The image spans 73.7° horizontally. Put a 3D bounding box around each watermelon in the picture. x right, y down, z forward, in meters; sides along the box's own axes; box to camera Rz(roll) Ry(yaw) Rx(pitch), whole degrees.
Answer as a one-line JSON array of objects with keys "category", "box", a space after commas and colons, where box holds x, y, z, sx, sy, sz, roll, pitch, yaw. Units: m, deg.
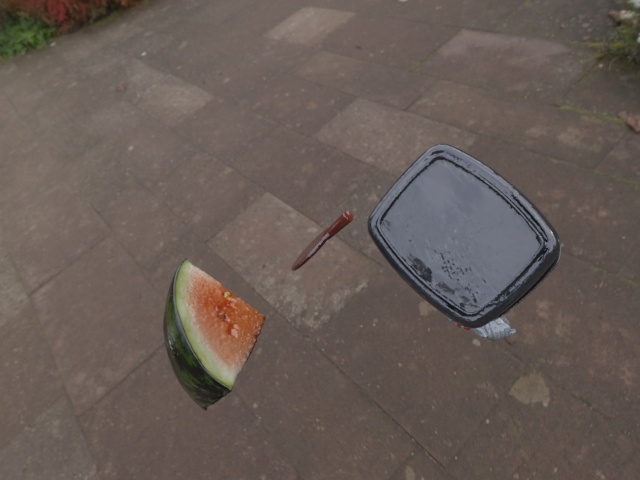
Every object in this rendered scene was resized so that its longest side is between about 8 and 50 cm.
[{"category": "watermelon", "box": [-0.157, 0.140, 0.561, 0.145, 0.137, 0.193, -48, 51, 27]}]

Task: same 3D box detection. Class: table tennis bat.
[{"category": "table tennis bat", "box": [0.000, 0.000, 0.725, 0.154, 0.019, 0.098, -41, 9, 38]}]

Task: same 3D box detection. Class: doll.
[{"category": "doll", "box": [0.427, 0.218, 1.132, 0.180, 0.079, 0.094, 12, 36, 45]}]

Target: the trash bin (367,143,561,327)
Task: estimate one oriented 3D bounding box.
[{"category": "trash bin", "box": [0.191, -0.001, 0.559, 0.182, 0.290, 0.209, -47, 71, 14]}]
